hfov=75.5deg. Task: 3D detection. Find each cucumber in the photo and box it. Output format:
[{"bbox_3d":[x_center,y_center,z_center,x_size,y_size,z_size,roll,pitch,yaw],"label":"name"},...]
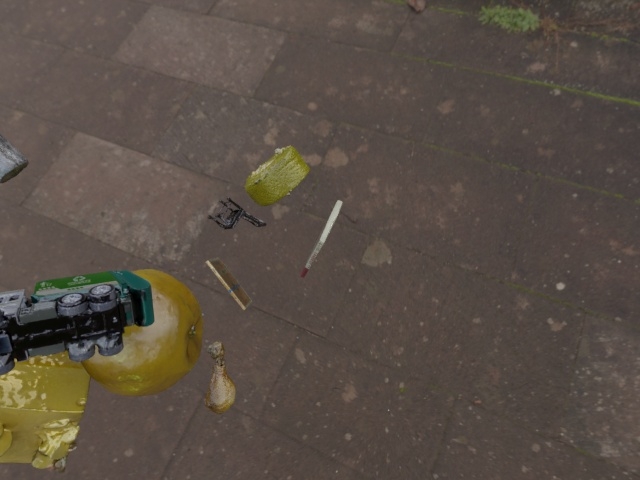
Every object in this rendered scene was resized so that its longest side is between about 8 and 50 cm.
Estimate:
[{"bbox_3d":[-0.545,-0.153,0.677,0.064,0.112,0.064,-29,23,14],"label":"cucumber"}]

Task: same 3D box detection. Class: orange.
[{"bbox_3d":[-0.385,0.200,0.916,0.235,0.279,0.279,-8,67,10],"label":"orange"}]

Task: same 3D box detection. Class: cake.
[{"bbox_3d":[-0.177,-0.254,1.653,0.260,0.179,0.156,-44,109,-4],"label":"cake"},{"bbox_3d":[-0.631,0.350,0.870,0.222,0.227,0.286,-49,40,27],"label":"cake"}]

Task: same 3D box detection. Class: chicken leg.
[{"bbox_3d":[-0.361,0.489,1.475,0.087,0.107,0.252,-7,89,49],"label":"chicken leg"}]

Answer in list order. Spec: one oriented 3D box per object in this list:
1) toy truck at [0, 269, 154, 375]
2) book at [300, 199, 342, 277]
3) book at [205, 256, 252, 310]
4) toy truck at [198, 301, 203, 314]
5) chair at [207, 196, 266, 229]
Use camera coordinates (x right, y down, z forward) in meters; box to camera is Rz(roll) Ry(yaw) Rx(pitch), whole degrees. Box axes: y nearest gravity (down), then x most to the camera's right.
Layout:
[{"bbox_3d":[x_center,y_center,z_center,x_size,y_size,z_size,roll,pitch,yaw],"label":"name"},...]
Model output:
[{"bbox_3d":[-0.403,0.120,0.661,0.253,0.114,0.124,-7,25,-24],"label":"toy truck"},{"bbox_3d":[0.000,0.000,1.254,0.022,0.232,0.162,26,56,-3],"label":"book"},{"bbox_3d":[-0.366,0.172,1.681,0.018,0.170,0.242,-37,92,1],"label":"book"},{"bbox_3d":[-0.476,0.279,1.236,0.184,0.338,0.133,-19,95,12],"label":"toy truck"},{"bbox_3d":[-0.364,-0.086,1.835,0.106,0.229,0.113,-2,55,56],"label":"chair"}]
